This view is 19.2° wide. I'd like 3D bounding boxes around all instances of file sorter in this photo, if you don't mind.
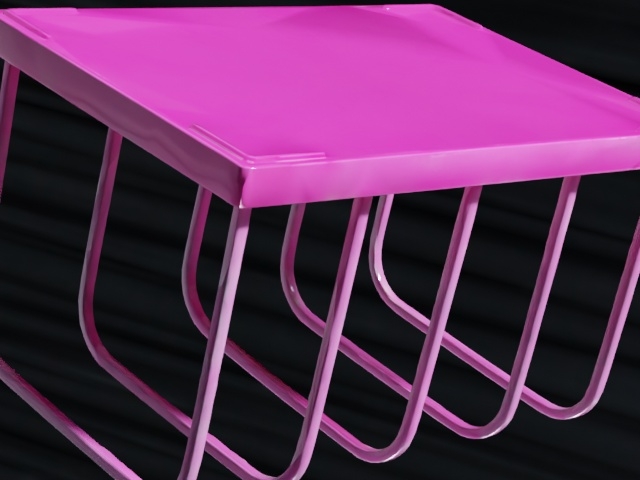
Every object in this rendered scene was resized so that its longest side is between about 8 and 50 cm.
[{"bbox_3d":[0.000,0.000,0.933,0.291,0.202,0.182,-7,118,-40],"label":"file sorter"}]
